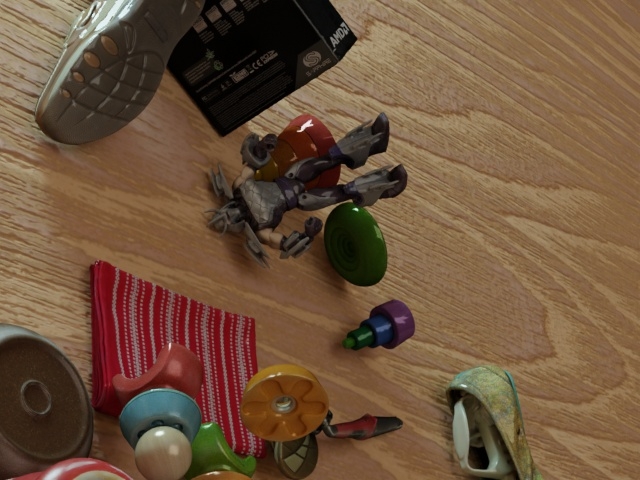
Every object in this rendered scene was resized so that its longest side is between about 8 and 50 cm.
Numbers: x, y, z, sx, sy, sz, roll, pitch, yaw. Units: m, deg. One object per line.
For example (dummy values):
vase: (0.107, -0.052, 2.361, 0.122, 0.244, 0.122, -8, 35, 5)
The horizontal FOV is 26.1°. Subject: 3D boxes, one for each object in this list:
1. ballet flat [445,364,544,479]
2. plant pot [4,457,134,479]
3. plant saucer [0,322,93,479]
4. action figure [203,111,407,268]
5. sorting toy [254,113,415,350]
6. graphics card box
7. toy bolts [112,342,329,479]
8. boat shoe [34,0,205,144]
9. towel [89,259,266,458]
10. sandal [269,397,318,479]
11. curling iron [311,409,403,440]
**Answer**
ballet flat: (0.269, 0.355, 2.046, 0.123, 0.123, 0.348, 6, 61, -52)
plant pot: (-0.254, 0.304, 1.304, 0.191, 0.174, 0.191, 32, 41, -33)
plant saucer: (-0.308, 0.172, 1.456, 0.198, 0.036, 0.198, 33, 41, -35)
action figure: (-0.028, -0.073, 1.879, 0.285, 0.099, 0.185, -22, 80, -18)
sorting toy: (0.000, 0.000, 1.967, 0.126, 0.127, 0.365, -21, 80, -33)
graphics card box: (-0.150, -0.350, 1.888, 0.371, 0.233, 0.094, 52, 33, -11)
toy bolts: (-0.109, 0.224, 1.503, 0.228, 0.218, 0.158, 43, 19, -31)
boat shoe: (-0.266, -0.241, 1.761, 0.324, 0.116, 0.123, -57, 130, -34)
towel: (-0.169, 0.145, 1.670, 0.275, 0.031, 0.199, 25, 48, -42)
sandal: (-0.040, 0.246, 1.759, 0.072, 0.049, 0.180, 52, 19, -24)
curling iron: (0.052, 0.239, 1.852, 0.274, 0.035, 0.068, 17, 43, -59)
